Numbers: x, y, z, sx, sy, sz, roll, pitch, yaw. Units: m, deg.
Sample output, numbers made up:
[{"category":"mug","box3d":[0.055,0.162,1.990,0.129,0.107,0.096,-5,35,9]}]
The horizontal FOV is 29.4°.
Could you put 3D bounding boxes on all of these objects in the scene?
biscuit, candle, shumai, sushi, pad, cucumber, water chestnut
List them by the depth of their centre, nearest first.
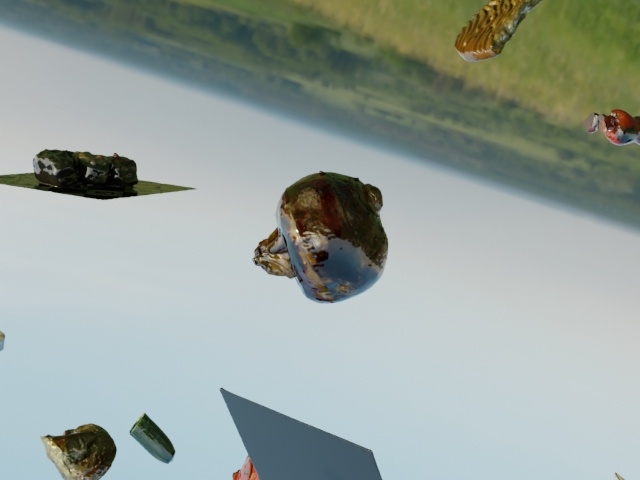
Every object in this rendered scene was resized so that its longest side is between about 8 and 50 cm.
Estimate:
[{"category":"sushi","box3d":[-0.314,-0.099,1.628,0.231,0.047,0.219,9,-170,26]},{"category":"pad","box3d":[-0.010,0.316,1.676,0.300,0.202,0.005,14,-136,44]},{"category":"candle","box3d":[0.521,-0.147,1.695,0.329,0.051,0.048,2,157,-21]},{"category":"biscuit","box3d":[0.289,-0.352,1.927,0.031,0.176,0.228,52,-161,-19]},{"category":"water chestnut","box3d":[0.000,0.000,2.018,0.238,0.223,0.223,-18,-174,0]},{"category":"cucumber","box3d":[-0.301,0.365,2.211,0.105,0.048,0.048,49,178,-12]},{"category":"shumai","box3d":[-0.454,0.403,2.311,0.139,0.123,0.105,59,178,25]}]

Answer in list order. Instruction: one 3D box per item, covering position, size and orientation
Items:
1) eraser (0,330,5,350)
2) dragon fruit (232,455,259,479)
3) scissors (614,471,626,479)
[{"category":"eraser","box3d":[-0.547,0.163,1.892,0.065,0.026,0.105,30,-143,22]},{"category":"dragon fruit","box3d":[-0.047,0.482,2.361,0.241,0.252,0.241,14,-130,-18]},{"category":"scissors","box3d":[0.399,0.323,1.506,0.058,0.014,0.119,-18,-151,-12]}]
